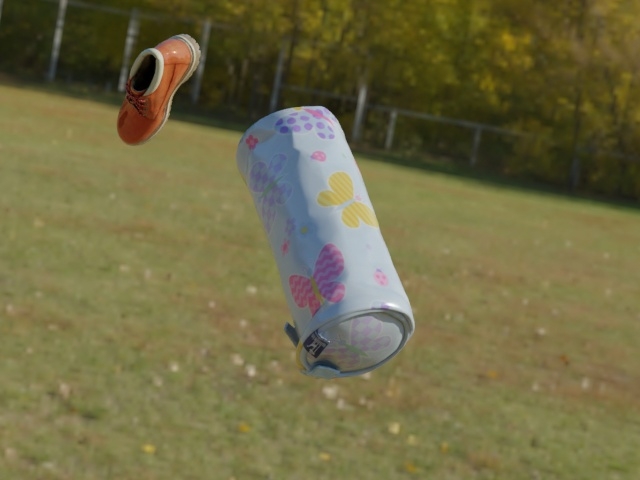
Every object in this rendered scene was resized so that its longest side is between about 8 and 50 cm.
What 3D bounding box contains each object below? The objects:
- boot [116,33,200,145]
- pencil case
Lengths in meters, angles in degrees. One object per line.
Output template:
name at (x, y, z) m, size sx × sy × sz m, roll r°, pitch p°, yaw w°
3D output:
boot at (-0.208, -0.170, 1.629) m, size 0.059 × 0.158 × 0.085 m, roll 39°, pitch 30°, yaw 10°
pencil case at (0.000, 0.000, 1.349) m, size 0.114 × 0.124 × 0.273 m, roll 6°, pitch 50°, yaw -32°
